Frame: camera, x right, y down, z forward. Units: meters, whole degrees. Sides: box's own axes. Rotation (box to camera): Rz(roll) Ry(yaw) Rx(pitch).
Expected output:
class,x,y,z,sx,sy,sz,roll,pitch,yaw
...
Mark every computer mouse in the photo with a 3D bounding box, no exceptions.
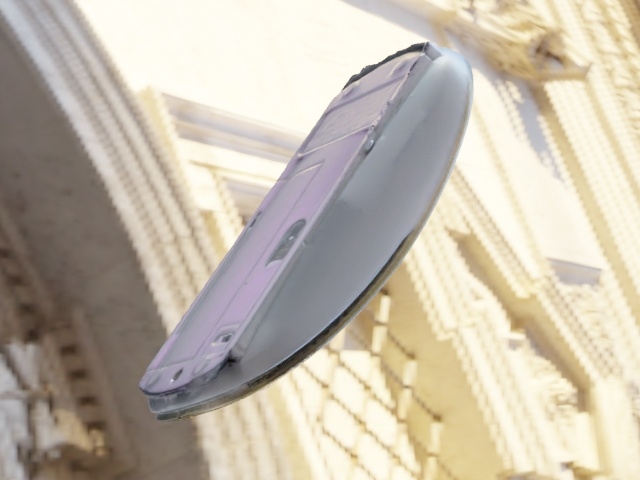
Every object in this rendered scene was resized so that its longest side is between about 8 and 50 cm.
class,x,y,z,sx,sy,sz,roll,pitch,yaw
computer mouse,0.000,0.000,0.868,0.126,0.056,0.245,-22,-151,56
